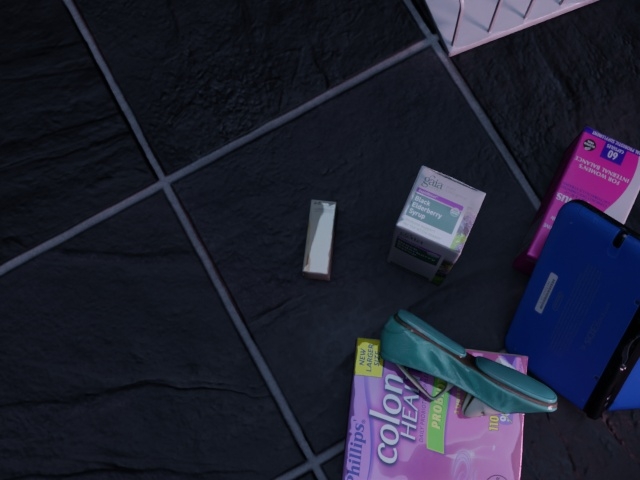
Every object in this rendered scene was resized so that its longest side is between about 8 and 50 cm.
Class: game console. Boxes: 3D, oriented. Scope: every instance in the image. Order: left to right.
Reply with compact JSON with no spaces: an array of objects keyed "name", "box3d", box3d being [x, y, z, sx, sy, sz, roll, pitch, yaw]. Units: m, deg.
[{"name":"game console","box3d":[0.435,0.094,1.160,0.173,0.293,0.250,-25,51,-38]}]

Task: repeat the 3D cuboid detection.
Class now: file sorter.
[{"name":"file sorter","box3d":[0.302,-0.455,1.315,0.278,0.173,0.192,-21,78,-3]}]

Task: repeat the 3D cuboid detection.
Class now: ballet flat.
[{"name":"ballet flat","box3d":[0.188,0.184,1.114,0.247,0.083,0.087,28,104,8]}]

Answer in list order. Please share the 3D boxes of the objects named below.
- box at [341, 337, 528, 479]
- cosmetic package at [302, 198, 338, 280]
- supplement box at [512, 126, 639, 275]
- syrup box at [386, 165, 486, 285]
[{"name":"box","box3d":[0.159,0.260,1.189,0.243,0.117,0.213,6,78,4]},{"name":"cosmetic package","box3d":[0.000,0.000,1.285,0.041,0.060,0.115,6,76,5]},{"name":"supplement box","box3d":[0.391,-0.040,1.249,0.111,0.114,0.220,26,81,7]},{"name":"syrup box","box3d":[0.159,-0.014,1.189,0.093,0.237,0.096,24,79,7]}]
